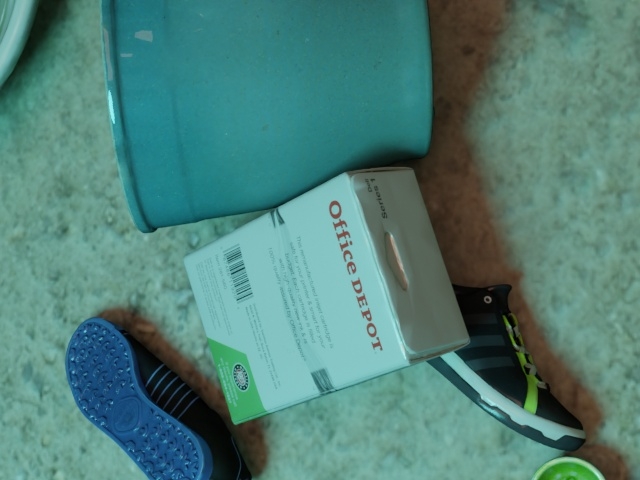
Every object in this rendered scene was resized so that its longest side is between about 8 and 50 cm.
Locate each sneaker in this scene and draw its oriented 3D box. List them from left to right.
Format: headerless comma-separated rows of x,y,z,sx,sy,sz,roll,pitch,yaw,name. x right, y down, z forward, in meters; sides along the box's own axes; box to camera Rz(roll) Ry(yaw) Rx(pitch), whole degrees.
-0.153,0.161,1.030,0.081,0.090,0.232,-50,53,5,sneaker
0.143,0.083,0.951,0.234,0.084,0.097,38,92,16,sneaker

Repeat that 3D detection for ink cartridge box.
0.000,0.049,0.937,0.219,0.092,0.160,-24,79,41,ink cartridge box

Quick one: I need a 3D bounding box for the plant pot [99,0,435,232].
-0.037,-0.150,0.953,0.255,0.271,0.272,-4,81,-1,plant pot

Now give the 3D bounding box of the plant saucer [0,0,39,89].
-0.452,-0.257,1.147,0.400,0.100,0.400,-2,83,15,plant saucer

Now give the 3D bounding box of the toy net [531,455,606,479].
0.279,0.264,0.911,0.232,0.045,0.122,16,87,16,toy net
